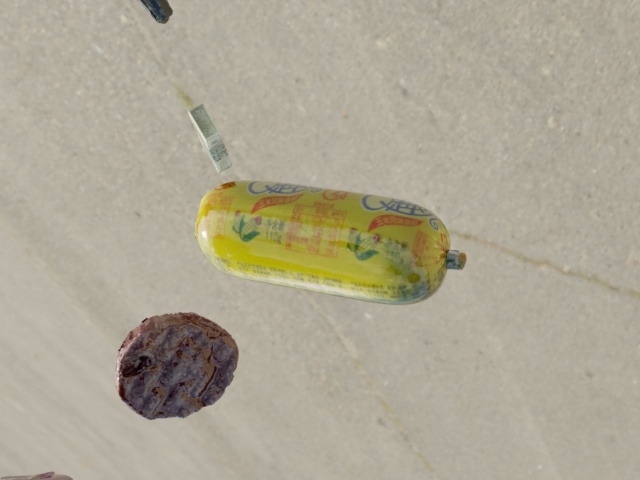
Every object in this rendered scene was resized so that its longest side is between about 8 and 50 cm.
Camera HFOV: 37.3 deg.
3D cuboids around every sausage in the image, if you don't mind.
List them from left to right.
[{"bbox_3d":[0.000,0.000,1.097,0.347,0.123,0.123,8,147,23],"label":"sausage"}]

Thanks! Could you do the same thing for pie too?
[{"bbox_3d":[-0.174,0.151,1.142,0.153,0.153,0.038,53,173,-35],"label":"pie"}]

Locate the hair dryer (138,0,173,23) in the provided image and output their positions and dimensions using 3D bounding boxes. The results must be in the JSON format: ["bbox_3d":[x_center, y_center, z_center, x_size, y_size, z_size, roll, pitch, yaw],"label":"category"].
[{"bbox_3d":[-0.162,-0.201,0.528,0.050,0.173,0.194,-31,85,57],"label":"hair dryer"}]

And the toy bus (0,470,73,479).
[{"bbox_3d":[-0.293,0.433,1.049,0.171,0.162,0.386,-26,94,32],"label":"toy bus"}]

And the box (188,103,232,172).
[{"bbox_3d":[-0.139,-0.128,1.201,0.054,0.024,0.083,60,173,24],"label":"box"}]
